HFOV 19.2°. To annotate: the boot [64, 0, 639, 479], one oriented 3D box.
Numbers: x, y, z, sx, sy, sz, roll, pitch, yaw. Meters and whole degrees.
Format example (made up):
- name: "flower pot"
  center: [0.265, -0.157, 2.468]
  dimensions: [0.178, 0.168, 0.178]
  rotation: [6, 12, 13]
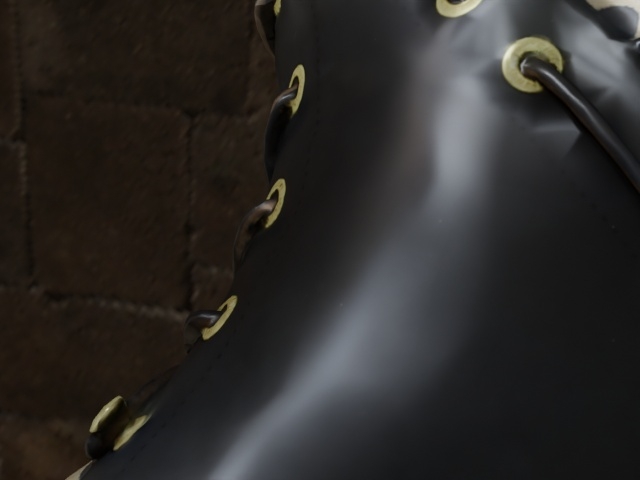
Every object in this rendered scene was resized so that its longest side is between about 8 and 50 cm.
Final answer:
- name: "boot"
  center: [0.000, 0.000, 0.571]
  dimensions: [0.377, 0.284, 0.138]
  rotation: [33, 172, 34]
